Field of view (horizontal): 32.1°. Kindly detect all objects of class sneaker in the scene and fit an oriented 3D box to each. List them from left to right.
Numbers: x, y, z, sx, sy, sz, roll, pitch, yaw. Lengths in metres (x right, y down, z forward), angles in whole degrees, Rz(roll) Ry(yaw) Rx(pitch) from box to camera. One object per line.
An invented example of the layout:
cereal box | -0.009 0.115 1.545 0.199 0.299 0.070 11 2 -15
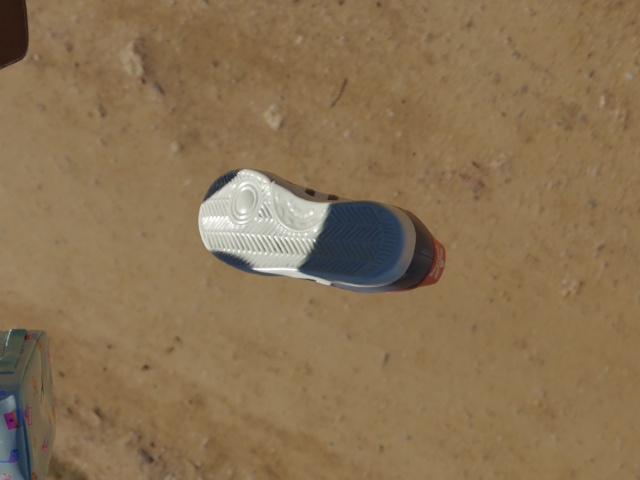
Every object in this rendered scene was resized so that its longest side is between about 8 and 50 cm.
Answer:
sneaker | 0.000 0.000 1.370 0.350 0.148 0.131 17 89 42

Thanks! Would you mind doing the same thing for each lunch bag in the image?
lunch bag | -0.512 0.273 1.846 0.108 0.279 0.224 -5 109 -5

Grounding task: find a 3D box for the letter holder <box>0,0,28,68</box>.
letter holder | -0.439 -0.372 1.353 0.152 0.214 0.301 16 125 32
